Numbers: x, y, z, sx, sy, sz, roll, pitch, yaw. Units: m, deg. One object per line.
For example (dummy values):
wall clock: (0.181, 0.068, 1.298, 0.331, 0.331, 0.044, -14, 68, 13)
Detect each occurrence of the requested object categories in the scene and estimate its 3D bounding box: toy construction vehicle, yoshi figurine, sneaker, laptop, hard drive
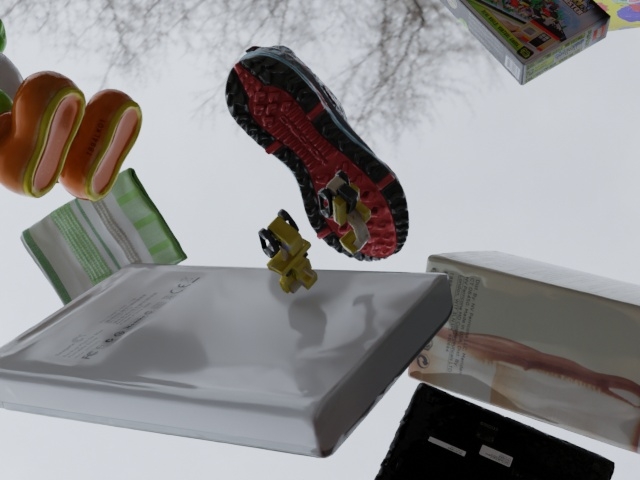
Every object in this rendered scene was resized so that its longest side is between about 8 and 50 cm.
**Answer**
toy construction vehicle: (0.000, 0.000, 0.720, 0.035, 0.098, 0.086, 35, -113, 22)
yoshi figurine: (-0.339, -0.171, 0.893, 0.362, 0.204, 0.203, 22, -133, 17)
sneaker: (0.013, -0.099, 1.053, 0.262, 0.104, 0.125, 54, -158, -18)
laptop: (0.161, 0.332, 1.109, 0.234, 0.137, 0.264, 21, -125, 13)
hard drive: (-0.082, 0.075, 0.759, 0.203, 0.307, 0.040, -39, -57, -51)

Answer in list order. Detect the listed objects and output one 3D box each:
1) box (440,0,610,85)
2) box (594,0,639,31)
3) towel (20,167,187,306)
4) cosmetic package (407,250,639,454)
box: (0.201, -0.269, 1.098, 0.114, 0.036, 0.207, -31, -118, -12)
box: (0.474, -0.462, 1.408, 0.177, 0.289, 0.279, 26, -113, -57)
towel: (-0.224, 0.007, 1.034, 0.113, 0.152, 0.023, 58, -158, -10)
cosmetic package: (0.249, 0.102, 0.947, 0.153, 0.296, 0.129, 0, -79, -52)
